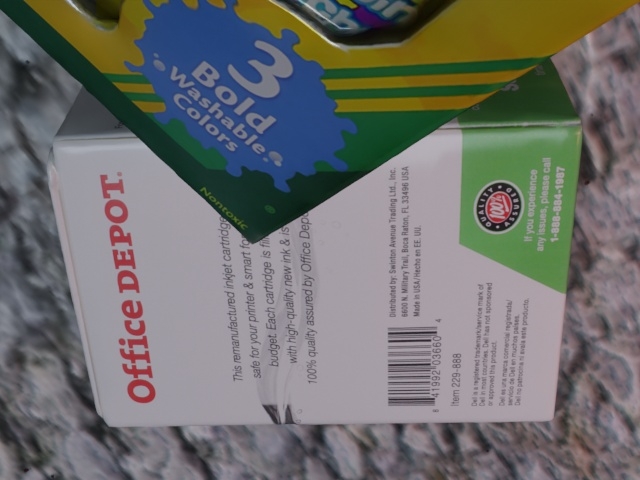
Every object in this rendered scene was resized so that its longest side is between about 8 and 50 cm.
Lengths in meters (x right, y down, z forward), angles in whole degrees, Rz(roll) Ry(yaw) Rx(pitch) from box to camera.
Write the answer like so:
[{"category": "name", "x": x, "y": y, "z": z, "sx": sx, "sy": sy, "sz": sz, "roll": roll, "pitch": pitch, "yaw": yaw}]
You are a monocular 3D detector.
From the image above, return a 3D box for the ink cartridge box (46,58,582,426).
[{"category": "ink cartridge box", "x": 0.000, "y": 0.000, "z": 0.655, "sx": 0.289, "sy": 0.121, "sz": 0.211, "roll": -1, "pitch": 122, "yaw": 2}]

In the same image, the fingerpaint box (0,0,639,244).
[{"category": "fingerpaint box", "x": -0.060, "y": -0.244, "z": 0.349, "sx": 0.445, "sy": 0.163, "sz": 0.371, "roll": 44, "pitch": 146, "yaw": -12}]
